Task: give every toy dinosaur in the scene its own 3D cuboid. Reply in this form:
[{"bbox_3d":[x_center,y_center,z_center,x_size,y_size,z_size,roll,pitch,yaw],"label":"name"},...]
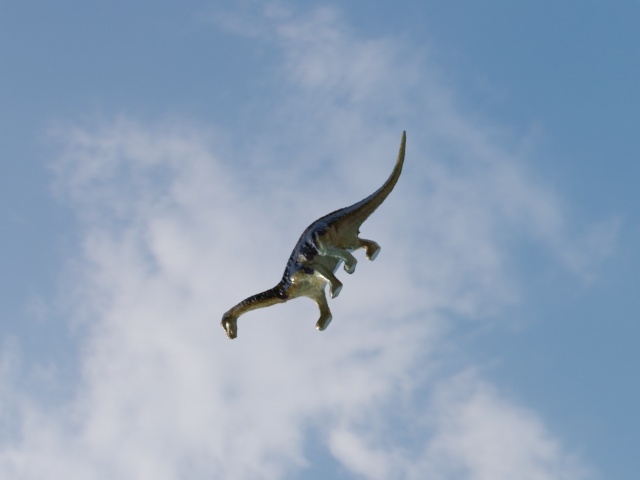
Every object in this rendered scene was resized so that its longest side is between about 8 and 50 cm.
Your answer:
[{"bbox_3d":[0.009,0.011,0.721,0.180,0.037,0.058,-44,-101,1],"label":"toy dinosaur"}]
